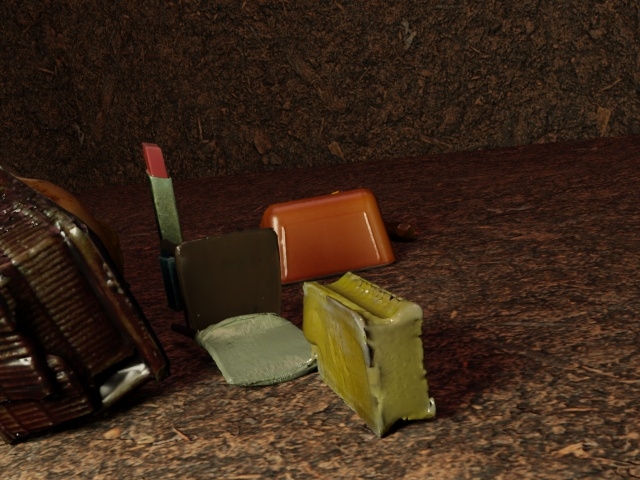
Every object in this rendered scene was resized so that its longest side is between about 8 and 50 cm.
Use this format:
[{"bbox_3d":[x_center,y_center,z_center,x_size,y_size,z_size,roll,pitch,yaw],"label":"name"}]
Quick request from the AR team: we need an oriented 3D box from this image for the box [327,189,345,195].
[{"bbox_3d":[0.012,-0.052,1.898,0.175,0.048,0.112,-21,-26,32],"label":"box"}]

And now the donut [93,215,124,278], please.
[{"bbox_3d":[-0.531,0.044,1.675,0.261,0.209,0.128,-13,11,5],"label":"donut"}]

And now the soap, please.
[{"bbox_3d":[0.048,0.122,0.979,0.076,0.135,0.233,-13,12,-18],"label":"soap"}]

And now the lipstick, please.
[{"bbox_3d":[-0.278,-0.028,1.545,0.051,0.312,0.051,-15,13,-28],"label":"lipstick"}]

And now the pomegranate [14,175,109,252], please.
[{"bbox_3d":[-0.535,0.023,1.431,0.338,0.338,0.338,-9,11,2],"label":"pomegranate"}]

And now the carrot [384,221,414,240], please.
[{"bbox_3d":[0.156,-0.025,1.897,0.042,0.042,0.170,-14,10,-24],"label":"carrot"}]

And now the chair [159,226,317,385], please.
[{"bbox_3d":[-0.123,0.082,1.222,0.160,0.186,0.319,-8,8,-23],"label":"chair"}]

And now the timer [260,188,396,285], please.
[{"bbox_3d":[0.000,0.000,1.741,0.257,0.161,0.250,-11,-4,-7],"label":"timer"}]

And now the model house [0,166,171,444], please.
[{"bbox_3d":[-0.411,0.110,1.055,0.282,0.317,0.297,-39,31,-29],"label":"model house"}]
